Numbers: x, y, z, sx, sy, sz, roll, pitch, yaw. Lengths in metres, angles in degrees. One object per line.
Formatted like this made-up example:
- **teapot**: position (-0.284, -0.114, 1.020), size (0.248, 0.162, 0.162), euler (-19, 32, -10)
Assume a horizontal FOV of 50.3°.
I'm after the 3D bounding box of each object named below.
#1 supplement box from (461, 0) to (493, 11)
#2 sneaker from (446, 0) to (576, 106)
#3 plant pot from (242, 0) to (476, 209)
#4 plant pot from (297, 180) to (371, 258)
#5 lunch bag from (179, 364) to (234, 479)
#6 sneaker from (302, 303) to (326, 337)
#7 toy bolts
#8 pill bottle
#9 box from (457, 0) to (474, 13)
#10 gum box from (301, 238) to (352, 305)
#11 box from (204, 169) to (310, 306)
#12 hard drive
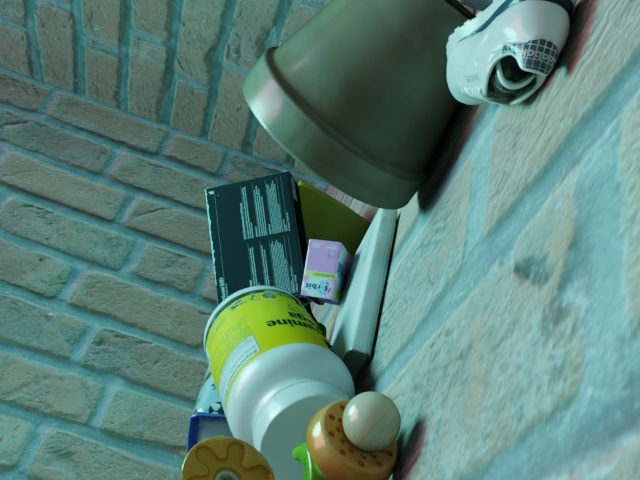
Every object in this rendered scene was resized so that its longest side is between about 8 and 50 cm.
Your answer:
- **supplement box**: position (0.261, -0.427, 0.893), size (0.130, 0.073, 0.239), euler (117, 172, -65)
- **sneaker**: position (0.186, -0.183, 0.727), size (0.235, 0.090, 0.094), euler (125, 154, -80)
- **plant pot**: position (0.090, -0.256, 1.023), size (0.280, 0.323, 0.323), euler (-51, 12, 25)
- **plant pot**: position (0.000, 0.000, 1.574), size (0.212, 0.187, 0.212), euler (-175, 105, -86)
- **lunch bag**: position (-0.141, 0.417, 1.297), size (0.328, 0.239, 0.385), euler (-83, -2, -71)
- **sneaker**: position (-0.063, 0.247, 1.474), size (0.134, 0.147, 0.343), euler (-37, -53, -65)
- **toy bolts**: position (-0.012, 0.251, 0.656), size (0.228, 0.219, 0.158), euler (-103, 34, -47)
- **pill bottle**: position (-0.060, 0.210, 1.027), size (0.187, 0.188, 0.334), euler (-70, 23, 12)
- **box**: position (0.202, -0.352, 1.205), size (0.130, 0.091, 0.170), euler (114, 174, -51)
- **gum box**: position (0.016, 0.069, 1.335), size (0.188, 0.062, 0.107), euler (48, -130, -75)
- **box**: position (-0.124, 0.009, 1.400), size (0.103, 0.185, 0.261), euler (56, -155, -74)
- **hard drive**: position (0.066, 0.114, 1.196), size (0.203, 0.040, 0.307), euler (114, 174, -50)
